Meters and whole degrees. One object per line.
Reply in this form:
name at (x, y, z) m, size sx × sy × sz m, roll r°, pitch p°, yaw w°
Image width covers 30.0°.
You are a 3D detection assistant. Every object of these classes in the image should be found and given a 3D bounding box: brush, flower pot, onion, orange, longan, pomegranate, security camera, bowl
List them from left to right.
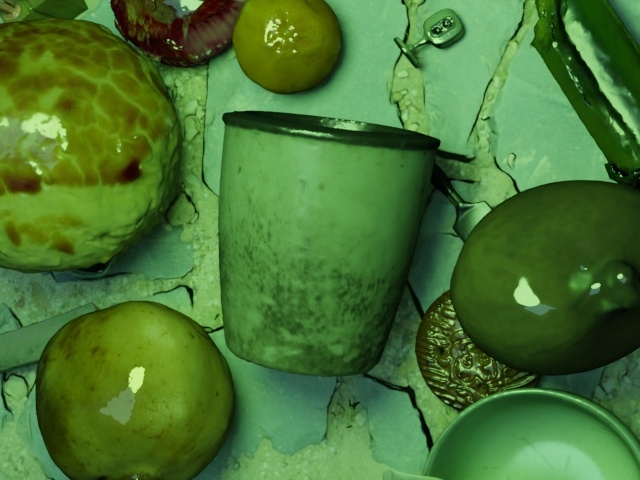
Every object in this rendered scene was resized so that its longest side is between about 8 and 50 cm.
brush at (-0.457, -0.365, 1.806) m, size 0.103 × 0.233 × 0.047 m, roll -35°, pitch 77°, yaw 15°
pomegranate at (-0.273, 0.225, 1.723) m, size 0.307 × 0.307 × 0.307 m, roll 0°, pitch 89°, yaw 20°
onion at (-0.212, -0.372, 1.754) m, size 0.230 × 0.163 × 0.230 m, roll -1°, pitch 83°, yaw 8°
orange at (-0.049, -0.287, 1.700) m, size 0.159 × 0.136 × 0.159 m, roll 0°, pitch 94°, yaw -1°
flower pot at (0.000, 0.000, 1.619) m, size 0.294 × 0.293 × 0.330 m, roll 9°, pitch 101°, yaw 20°
security camera at (0.155, -0.289, 1.681) m, size 0.092 × 0.058 × 0.058 m, roll -37°, pitch 77°, yaw 8°
brush at (0.204, -0.042, 1.675) m, size 0.063 × 0.016 × 0.193 m, roll -42°, pitch 77°, yaw 15°
bowl at (0.295, 0.339, 1.560) m, size 0.307 × 0.163 × 0.307 m, roll 0°, pitch 89°, yaw 21°
longan at (0.312, 0.049, 1.501) m, size 0.300 × 0.300 × 0.243 m, roll -27°, pitch 107°, yaw 18°

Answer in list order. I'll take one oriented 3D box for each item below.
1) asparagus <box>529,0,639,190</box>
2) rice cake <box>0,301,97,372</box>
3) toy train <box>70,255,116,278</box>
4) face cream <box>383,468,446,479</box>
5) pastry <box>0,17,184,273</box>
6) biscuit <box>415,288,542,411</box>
asparagus at (0.360, -0.241, 1.574) m, size 0.128 × 0.108 × 0.382 m, roll -33°, pitch 77°, yaw 18°
rice cake at (-0.500, 0.178, 1.912) m, size 0.365 × 0.056 × 0.072 m, roll -17°, pitch 83°, yaw 19°
toy train at (-0.473, -0.049, 1.886) m, size 0.407 × 0.088 × 0.086 m, roll 30°, pitch 90°, yaw 18°
face cream at (0.175, 0.358, 1.501) m, size 0.224 × 0.070 × 0.114 m, roll 2°, pitch 85°, yaw 33°
pastry at (-0.385, -0.147, 1.700) m, size 0.389 × 0.312 × 0.388 m, roll -1°, pitch 67°, yaw 3°
biscuit at (0.221, 0.151, 1.661) m, size 0.188 × 0.027 × 0.187 m, roll 0°, pitch 90°, yaw 20°
